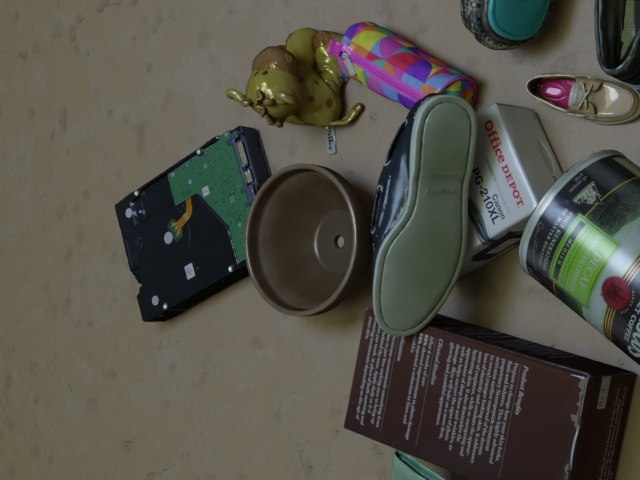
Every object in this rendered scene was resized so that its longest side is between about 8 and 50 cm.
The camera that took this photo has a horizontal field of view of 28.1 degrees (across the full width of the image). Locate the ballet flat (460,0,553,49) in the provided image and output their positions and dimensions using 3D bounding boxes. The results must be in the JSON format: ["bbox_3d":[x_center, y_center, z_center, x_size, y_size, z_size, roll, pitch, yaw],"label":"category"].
[{"bbox_3d":[0.294,-0.506,1.767,0.182,0.164,0.482,-130,55,-62],"label":"ballet flat"}]

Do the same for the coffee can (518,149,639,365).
[{"bbox_3d":[0.413,0.042,1.591,0.275,0.201,0.201,43,115,35],"label":"coffee can"}]

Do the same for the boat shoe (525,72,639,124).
[{"bbox_3d":[0.355,-0.195,1.746,0.170,0.059,0.063,14,97,41],"label":"boat shoe"}]

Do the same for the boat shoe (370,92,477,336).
[{"bbox_3d":[0.129,-0.041,1.774,0.113,0.127,0.340,-137,51,-67],"label":"boat shoe"}]

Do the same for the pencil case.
[{"bbox_3d":[0.123,-0.248,1.927,0.236,0.104,0.104,33,110,36],"label":"pencil case"}]

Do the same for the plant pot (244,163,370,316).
[{"bbox_3d":[0.000,0.000,2.016,0.237,0.110,0.237,-2,88,42],"label":"plant pot"}]

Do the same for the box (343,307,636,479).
[{"bbox_3d":[0.228,0.224,1.790,0.381,0.143,0.191,16,99,42],"label":"box"}]

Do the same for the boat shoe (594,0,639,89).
[{"bbox_3d":[0.421,-0.366,1.656,0.121,0.119,0.335,0,88,41],"label":"boat shoe"}]

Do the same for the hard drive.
[{"bbox_3d":[-0.212,-0.024,2.234,0.339,0.064,0.237,-30,69,37],"label":"hard drive"}]

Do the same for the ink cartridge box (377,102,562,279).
[{"bbox_3d":[0.219,-0.064,1.832,0.237,0.100,0.172,-34,67,35],"label":"ink cartridge box"}]

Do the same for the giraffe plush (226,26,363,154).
[{"bbox_3d":[-0.054,-0.243,2.033,0.181,0.170,0.210,-29,69,36],"label":"giraffe plush"}]

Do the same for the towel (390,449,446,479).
[{"bbox_3d":[0.173,0.490,1.821,0.248,0.038,0.325,30,128,37],"label":"towel"}]
